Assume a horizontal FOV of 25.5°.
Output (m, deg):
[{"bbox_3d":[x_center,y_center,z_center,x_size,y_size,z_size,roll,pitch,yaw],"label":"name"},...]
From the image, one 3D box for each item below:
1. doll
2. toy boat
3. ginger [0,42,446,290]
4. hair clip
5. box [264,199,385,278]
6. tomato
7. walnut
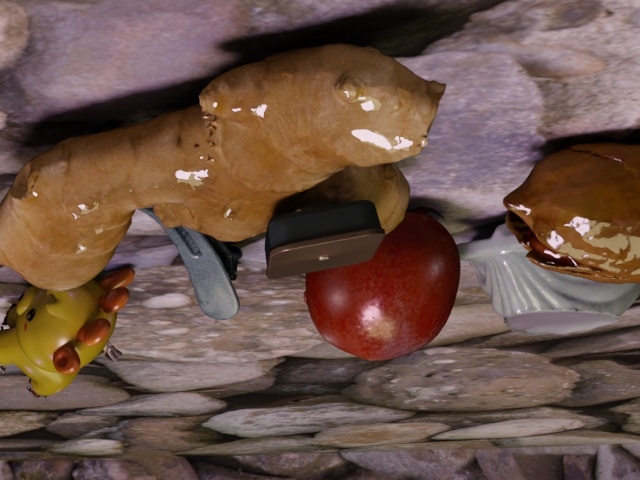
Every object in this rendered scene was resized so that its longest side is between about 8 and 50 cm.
[{"bbox_3d":[-0.281,0.104,1.572,0.135,0.143,0.221,43,144,-19],"label":"doll"},{"bbox_3d":[0.259,0.044,1.540,0.199,0.100,0.290,-16,162,33],"label":"toy boat"},{"bbox_3d":[-0.083,-0.062,1.099,0.363,0.122,0.348,0,159,-8],"label":"ginger"},{"bbox_3d":[-0.138,-0.006,1.364,0.048,0.083,0.275,-2,157,18],"label":"hair clip"},{"bbox_3d":[0.000,0.000,1.112,0.091,0.031,0.126,-11,170,-5],"label":"box"},{"bbox_3d":[0.063,0.044,1.409,0.167,0.167,0.167,-4,163,-1],"label":"tomato"},{"bbox_3d":[0.277,-0.026,1.268,0.245,0.137,0.137,10,161,-12],"label":"walnut"}]
